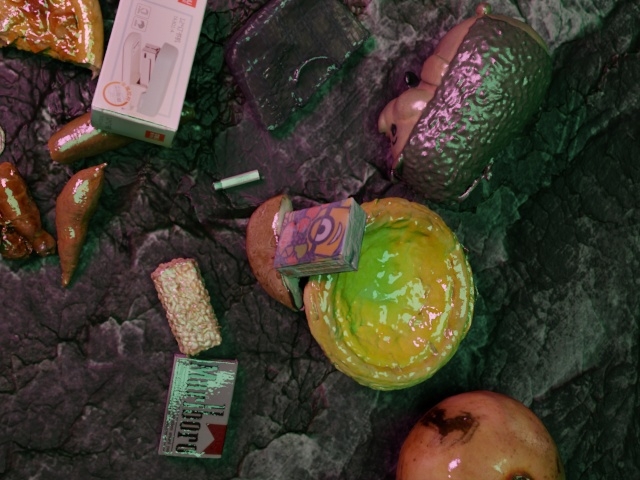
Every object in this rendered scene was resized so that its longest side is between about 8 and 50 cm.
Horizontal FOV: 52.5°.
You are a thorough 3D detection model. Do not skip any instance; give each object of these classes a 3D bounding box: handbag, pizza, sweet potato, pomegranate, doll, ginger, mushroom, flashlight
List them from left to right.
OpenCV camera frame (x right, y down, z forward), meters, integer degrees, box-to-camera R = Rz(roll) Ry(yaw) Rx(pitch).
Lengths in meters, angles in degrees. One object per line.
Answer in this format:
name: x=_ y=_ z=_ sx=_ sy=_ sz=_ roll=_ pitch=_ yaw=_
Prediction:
ginger: x=-0.494 y=-0.033 z=1.020 sx=0.103 sy=0.073 sz=0.162 roll=-27 pitch=103 yaw=-12
pizza: x=-0.448 y=-0.366 z=0.995 sx=0.197 sy=0.058 sz=0.292 roll=-29 pitch=93 yaw=0
sweet potato: x=-0.404 y=-0.032 z=1.058 sx=0.068 sy=0.068 sz=0.226 roll=18 pitch=103 yaw=-18
sweet potato: x=-0.327 y=-0.191 z=1.063 sx=0.243 sy=0.077 sz=0.077 roll=-26 pitch=102 yaw=-20
flashlight: x=-0.150 y=-0.106 z=1.148 sx=0.083 sy=0.018 sz=0.018 roll=-17 pitch=100 yaw=-15
mushroom: x=-0.083 y=0.025 z=1.146 sx=0.072 sy=0.094 sz=0.210 roll=-11 pitch=97 yaw=-54
handbag: x=-0.046 y=-0.334 z=1.134 sx=0.270 sy=0.088 sz=0.175 roll=-44 pitch=114 yaw=-9
doll: x=0.249 y=-0.240 z=1.162 sx=0.247 sy=0.247 sz=0.350 roll=27 pitch=93 yaw=-18
pomegranate: x=0.294 y=0.441 z=1.207 sx=0.321 sy=0.322 sz=0.323 roll=-2 pitch=96 yaw=-17

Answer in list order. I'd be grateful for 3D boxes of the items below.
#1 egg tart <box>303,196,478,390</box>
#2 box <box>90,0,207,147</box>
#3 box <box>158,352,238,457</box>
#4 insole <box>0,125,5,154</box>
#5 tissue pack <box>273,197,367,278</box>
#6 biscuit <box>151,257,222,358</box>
egg tart: x=0.120 y=0.091 z=1.190 sx=0.345 sy=0.132 sz=0.346 roll=-1 pitch=95 yaw=-16
box: x=-0.269 y=-0.293 z=1.023 sx=0.134 sy=0.079 sz=0.270 roll=14 pitch=72 yaw=-17
box: x=-0.218 y=0.294 z=1.156 sx=0.115 sy=0.036 sz=0.178 roll=10 pitch=92 yaw=-18
insole: x=-0.655 y=-0.222 z=0.987 sx=0.348 sy=0.009 sz=0.119 roll=32 pitch=86 yaw=-17
tissue pack: x=0.000 y=0.000 z=1.066 sx=0.060 sy=0.148 sz=0.109 roll=37 pitch=54 yaw=-41
biscuit: x=-0.228 y=0.113 z=1.119 sx=0.082 sy=0.070 sz=0.169 roll=-23 pitch=99 yaw=-21
